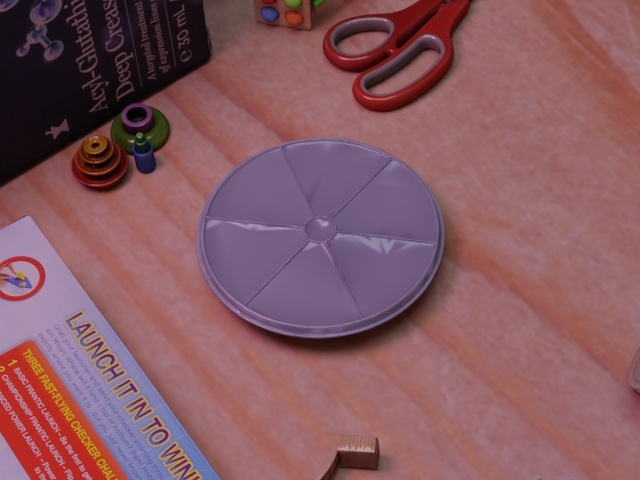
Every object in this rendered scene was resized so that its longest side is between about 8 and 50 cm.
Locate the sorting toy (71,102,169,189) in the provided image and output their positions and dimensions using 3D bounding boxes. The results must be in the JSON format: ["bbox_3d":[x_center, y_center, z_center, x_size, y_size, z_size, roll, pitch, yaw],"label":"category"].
[{"bbox_3d":[-0.167,-0.086,1.554,0.061,0.042,0.102,28,60,22],"label":"sorting toy"}]

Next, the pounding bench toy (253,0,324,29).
[{"bbox_3d":[-0.013,-0.224,1.638,0.083,0.052,0.065,10,56,11],"label":"pounding bench toy"}]

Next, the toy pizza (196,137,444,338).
[{"bbox_3d":[0.000,0.000,1.489,0.201,0.032,0.201,-1,53,2],"label":"toy pizza"}]

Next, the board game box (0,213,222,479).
[{"bbox_3d":[-0.267,0.172,1.347,0.302,0.086,0.308,-29,58,-17],"label":"board game box"}]

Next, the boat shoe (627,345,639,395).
[{"bbox_3d":[0.307,0.063,1.422,0.065,0.075,0.206,50,55,-16],"label":"boat shoe"}]

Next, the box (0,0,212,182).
[{"bbox_3d":[-0.315,-0.211,1.500,0.395,0.293,0.212,-33,59,-18],"label":"box"}]

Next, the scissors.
[{"bbox_3d":[0.130,-0.215,1.647,0.297,0.021,0.109,-35,57,-21],"label":"scissors"}]

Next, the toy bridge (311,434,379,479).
[{"bbox_3d":[0.002,0.227,1.329,0.063,0.026,0.188,3,55,9],"label":"toy bridge"}]

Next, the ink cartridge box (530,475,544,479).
[{"bbox_3d":[0.081,0.257,1.251,0.209,0.109,0.062,-29,57,-16],"label":"ink cartridge box"}]
